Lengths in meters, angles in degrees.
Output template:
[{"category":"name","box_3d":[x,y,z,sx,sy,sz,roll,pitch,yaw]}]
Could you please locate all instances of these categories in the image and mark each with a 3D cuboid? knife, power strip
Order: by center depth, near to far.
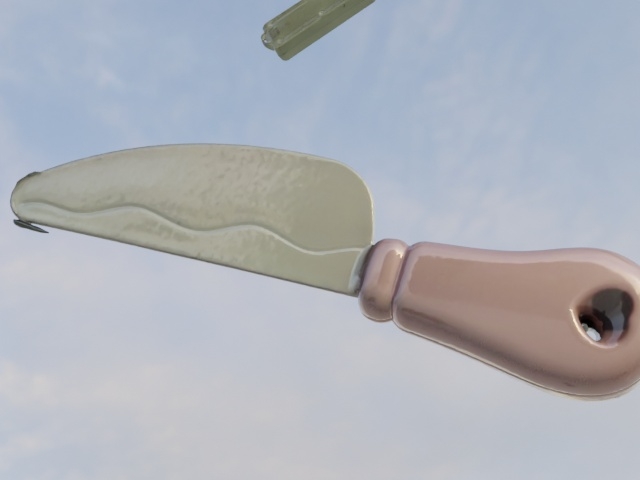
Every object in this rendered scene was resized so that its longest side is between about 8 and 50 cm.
[{"category":"knife","box_3d":[0.002,-0.003,0.693,0.335,0.081,0.043,17,-17,15]},{"category":"power strip","box_3d":[0.001,-0.142,0.891,0.083,0.027,0.017,-32,-41,5]}]
